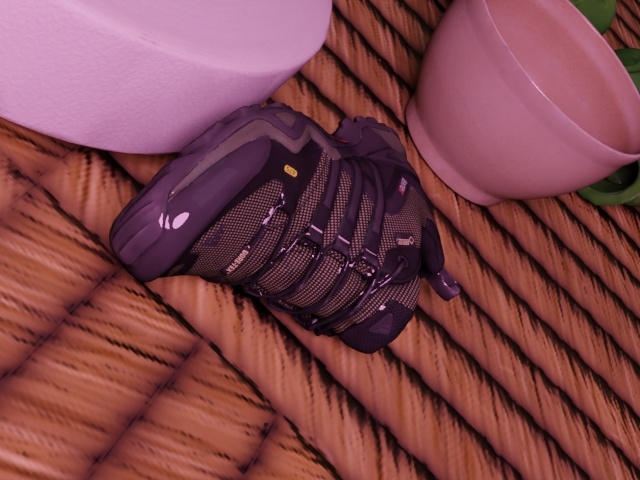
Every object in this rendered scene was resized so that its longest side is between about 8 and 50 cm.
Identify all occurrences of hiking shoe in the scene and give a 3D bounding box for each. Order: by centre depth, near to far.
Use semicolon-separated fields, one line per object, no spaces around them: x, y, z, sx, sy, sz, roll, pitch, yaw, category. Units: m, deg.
0.000;0.000;0.564;0.227;0.086;0.114;-14;64;-55;hiking shoe

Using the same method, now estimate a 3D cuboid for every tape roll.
-0.154;-0.218;0.587;0.392;0.072;0.392;35;32;-26;tape roll

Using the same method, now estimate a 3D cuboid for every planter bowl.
0.127;-0.090;0.781;0.162;0.109;0.162;30;38;-26;planter bowl

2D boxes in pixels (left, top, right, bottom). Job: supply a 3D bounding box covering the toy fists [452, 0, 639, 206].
0.207;-0.148;0.950;0.142;0.096;0.279;-20;75;-47;toy fists
